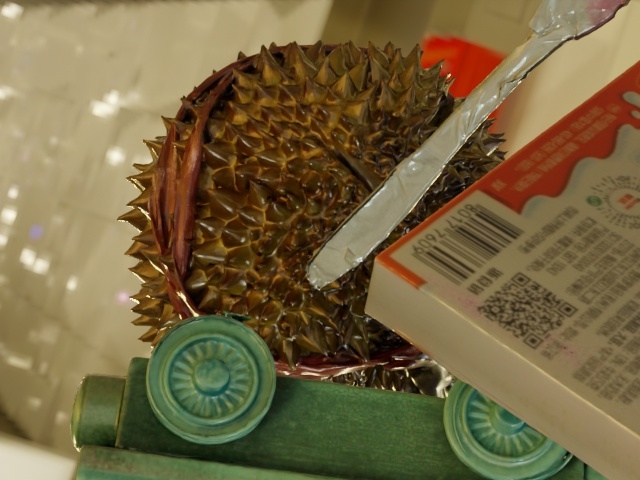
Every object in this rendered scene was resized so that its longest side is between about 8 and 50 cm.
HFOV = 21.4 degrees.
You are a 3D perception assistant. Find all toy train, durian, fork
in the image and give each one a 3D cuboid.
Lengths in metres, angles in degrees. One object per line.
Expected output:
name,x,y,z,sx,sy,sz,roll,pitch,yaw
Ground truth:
toy train,0.010,0.152,0.891,0.298,0.194,0.120,8,159,0
durian,0.005,0.000,1.409,0.347,0.384,0.347,9,-136,-9
fork,0.036,-0.031,0.373,0.016,0.115,0.012,43,-173,-4

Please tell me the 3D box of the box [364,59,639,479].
box,0.209,0.027,0.886,0.265,0.048,0.273,35,-131,26
